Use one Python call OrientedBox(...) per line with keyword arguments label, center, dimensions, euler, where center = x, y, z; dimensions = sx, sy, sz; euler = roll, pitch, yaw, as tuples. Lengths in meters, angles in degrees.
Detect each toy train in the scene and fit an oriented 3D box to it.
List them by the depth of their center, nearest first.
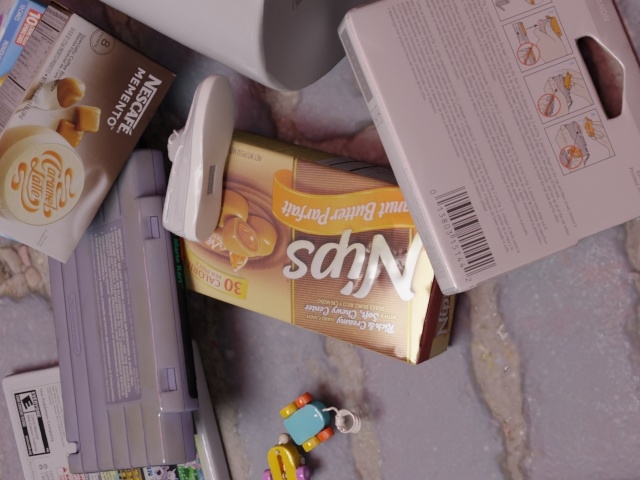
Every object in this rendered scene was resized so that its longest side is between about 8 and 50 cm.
OrientedBox(label="toy train", center=(0.001, 0.253, 1.555), dimensions=(0.125, 0.046, 0.166), euler=(19, 109, 23))

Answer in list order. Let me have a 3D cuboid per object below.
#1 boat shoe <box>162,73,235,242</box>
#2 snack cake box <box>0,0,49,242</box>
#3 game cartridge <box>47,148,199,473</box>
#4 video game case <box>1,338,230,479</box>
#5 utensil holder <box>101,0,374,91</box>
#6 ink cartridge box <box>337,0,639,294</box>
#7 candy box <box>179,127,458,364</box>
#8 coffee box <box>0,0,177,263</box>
OrientedBox(label="boat shoe", center=(-0.138, -0.092, 1.472), dimensions=(0.063, 0.066, 0.184), euler=(15, 110, 25))
OrientedBox(label="snack cake box", center=(-0.346, -0.141, 1.573), dimensions=(0.264, 0.152, 0.089), euler=(-64, 29, 6))
OrientedBox(label="game cartridge", center=(-0.234, 0.088, 1.578), dimensions=(0.230, 0.068, 0.355), euler=(-14, 80, 46))
OrientedBox(label="video game case", center=(-0.244, 0.306, 1.698), dimensions=(0.300, 0.036, 0.329), euler=(-13, 91, 29))
OrientedBox(label="utensil holder", center=(-0.127, -0.370, 1.372), dimensions=(0.385, 0.327, 0.328), euler=(30, 110, 18))
OrientedBox(label="ink cartridge box", center=(0.191, -0.128, 1.352), dimensions=(0.261, 0.066, 0.296), euler=(-21, 87, -9))
OrientedBox(label="candy box", center=(0.000, 0.000, 1.489), dimensions=(0.316, 0.087, 0.183), euler=(17, 105, 25))
OrientedBox(label="coffee box", center=(-0.289, -0.120, 1.498), dimensions=(0.246, 0.141, 0.098), euler=(-58, 31, 2))
